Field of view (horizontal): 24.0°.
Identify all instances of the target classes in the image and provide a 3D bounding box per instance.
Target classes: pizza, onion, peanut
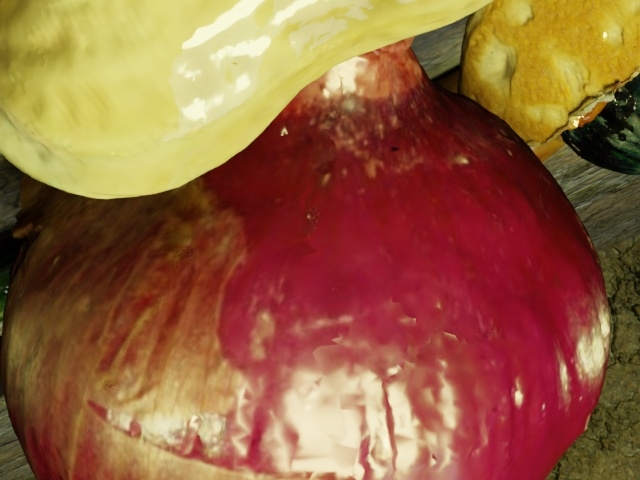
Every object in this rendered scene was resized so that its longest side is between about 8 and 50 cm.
[{"bbox_3d":[0.159,-0.136,0.867,0.058,0.127,0.246,-23,156,-43],"label":"pizza"},{"bbox_3d":[0.000,0.000,0.809,0.348,0.348,0.385,-18,133,-33],"label":"onion"},{"bbox_3d":[-0.006,-0.119,0.550,0.290,0.130,0.130,-29,170,10],"label":"peanut"}]

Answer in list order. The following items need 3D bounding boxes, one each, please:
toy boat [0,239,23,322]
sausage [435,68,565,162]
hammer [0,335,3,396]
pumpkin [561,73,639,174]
[{"bbox_3d":[-0.222,0.036,1.060,0.210,0.052,0.104,-27,173,11],"label":"toy boat"},{"bbox_3d":[0.058,-0.048,1.158,0.270,0.109,0.109,-30,169,27],"label":"sausage"},{"bbox_3d":[-0.322,0.130,0.703,0.440,0.168,0.044,-50,156,-58],"label":"hammer"},{"bbox_3d":[0.254,-0.134,0.989,0.233,0.163,0.233,-23,172,-3],"label":"pumpkin"}]
